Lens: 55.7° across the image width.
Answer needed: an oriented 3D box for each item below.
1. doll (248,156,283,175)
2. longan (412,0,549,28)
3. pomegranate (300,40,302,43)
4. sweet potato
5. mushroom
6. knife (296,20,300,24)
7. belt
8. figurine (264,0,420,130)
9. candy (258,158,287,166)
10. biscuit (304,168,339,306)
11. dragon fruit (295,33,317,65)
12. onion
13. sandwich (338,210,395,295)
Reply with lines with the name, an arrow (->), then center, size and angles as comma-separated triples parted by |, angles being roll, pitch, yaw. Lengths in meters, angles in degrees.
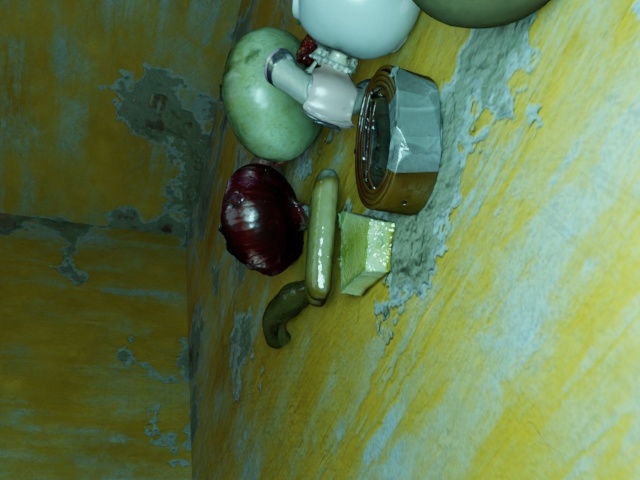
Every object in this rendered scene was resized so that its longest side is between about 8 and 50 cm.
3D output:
doll -> -0.221, -0.160, 2.000 | 0.303, 0.156, 0.201 | 119, 146, -54
longan -> 0.214, -0.400, 0.761 | 0.258, 0.258, 0.257 | -172, 90, -71
pomegranate -> -0.107, -0.508, 1.813 | 0.225, 0.187, 0.187 | -38, 39, 23
sweet potato -> -0.078, 0.180, 1.584 | 0.112, 0.085, 0.285 | 53, 131, 15
mushroom -> -0.133, -0.381, 1.582 | 0.352, 0.261, 0.351 | -6, -90, -73
knife -> -0.045, -0.739, 1.932 | 0.207, 0.014, 0.030 | 163, 112, -69
belt -> 0.135, -0.178, 1.074 | 0.184, 0.105, 0.261 | 174, 104, -68
figurine -> 0.066, -0.409, 1.169 | 0.211, 0.253, 0.361 | 50, 126, 54
candy -> -0.189, -0.193, 1.795 | 0.365, 0.124, 0.124 | -63, 10, -26
biscuit -> 0.000, 0.000, 1.368 | 0.237, 0.062, 0.290 | 106, 168, -80
dragon fruit -> 0.014, -0.492, 1.474 | 0.127, 0.161, 0.120 | 65, 146, 39
onion -> -0.141, -0.057, 1.605 | 0.314, 0.233, 0.313 | -10, -90, -72
sandwich -> 0.091, -0.006, 1.205 | 0.162, 0.058, 0.192 | 130, 145, -53
